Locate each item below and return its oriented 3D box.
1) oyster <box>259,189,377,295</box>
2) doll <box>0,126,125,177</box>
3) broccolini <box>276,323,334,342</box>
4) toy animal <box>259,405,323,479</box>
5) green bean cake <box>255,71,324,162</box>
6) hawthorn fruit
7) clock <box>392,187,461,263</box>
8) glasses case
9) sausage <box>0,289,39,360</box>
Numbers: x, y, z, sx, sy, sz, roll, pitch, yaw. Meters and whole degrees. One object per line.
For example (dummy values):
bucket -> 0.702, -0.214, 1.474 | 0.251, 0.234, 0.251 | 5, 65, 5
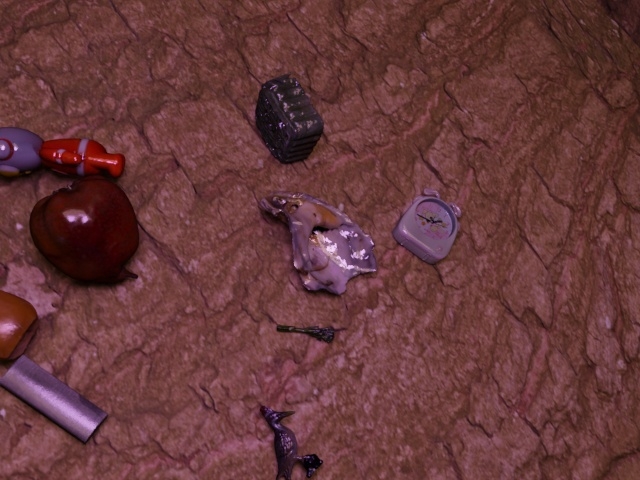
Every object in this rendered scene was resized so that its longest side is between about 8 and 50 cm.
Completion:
oyster -> -0.005, 0.004, 1.530 | 0.275, 0.100, 0.271 | -2, 70, -34
doll -> -0.598, -0.181, 1.365 | 0.336, 0.200, 0.106 | 7, 97, -16
broccolini -> -0.035, 0.215, 1.472 | 0.139, 0.030, 0.035 | 6, 102, -12
toy animal -> -0.070, 0.437, 1.337 | 0.105, 0.070, 0.203 | -29, 83, -8
green bean cake -> -0.087, -0.299, 1.588 | 0.094, 0.173, 0.181 | -25, 78, -25
hawthorn fruit -> -0.470, -0.007, 1.326 | 0.208, 0.208, 0.248 | -41, 109, -29
clock -> 0.291, -0.045, 1.673 | 0.151, 0.062, 0.191 | 36, 60, -1
glasses case -> -0.523, 0.312, 1.244 | 0.205, 0.047, 0.071 | 36, 60, -1
sausage -> -0.728, 0.115, 1.221 | 0.353, 0.116, 0.134 | 26, 75, -3
